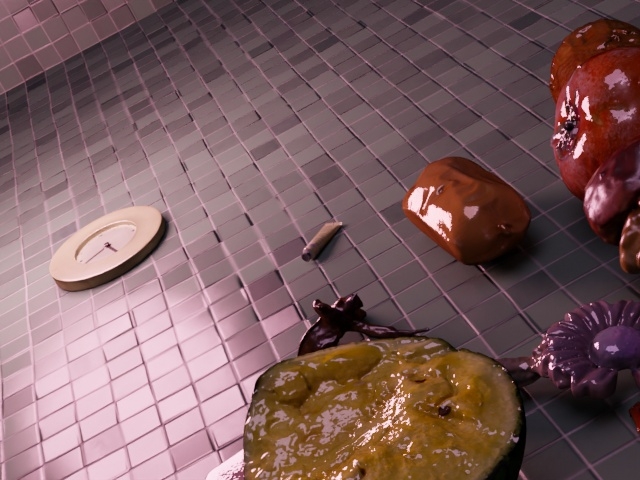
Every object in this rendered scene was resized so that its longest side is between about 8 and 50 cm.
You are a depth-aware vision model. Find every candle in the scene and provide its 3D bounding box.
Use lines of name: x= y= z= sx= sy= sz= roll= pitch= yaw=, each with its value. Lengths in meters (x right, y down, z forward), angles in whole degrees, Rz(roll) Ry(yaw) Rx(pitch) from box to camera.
candle: x=0.353 y=0.222 z=1.243 sx=0.026 sy=0.021 sz=0.167 roll=-24 pitch=27 yaw=9

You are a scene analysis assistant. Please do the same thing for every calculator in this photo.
calculator: x=-0.067 y=0.282 z=1.502 sx=0.175 sy=0.032 sz=0.100 roll=-33 pitch=28 yaw=-12

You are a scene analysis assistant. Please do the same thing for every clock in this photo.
clock: x=-0.400 y=0.014 z=2.270 sx=0.235 sy=0.029 sz=0.235 roll=-19 pitch=29 yaw=12

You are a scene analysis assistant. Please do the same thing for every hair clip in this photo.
hair clip: x=0.277 y=0.141 z=1.397 sx=0.300 sy=0.069 sz=0.173 roll=-17 pitch=29 yaw=19

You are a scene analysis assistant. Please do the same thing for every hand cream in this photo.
hand cream: x=0.000 y=0.000 z=1.943 sx=0.035 sy=0.022 sz=0.102 roll=-6 pitch=29 yaw=35

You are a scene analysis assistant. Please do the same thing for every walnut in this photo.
walnut: x=0.451 y=-0.060 z=1.390 sx=0.269 sy=0.244 sz=0.222 roll=-44 pitch=70 yaw=12

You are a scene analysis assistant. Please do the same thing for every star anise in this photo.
star anise: x=0.054 y=0.132 z=1.644 sx=0.158 sy=0.144 sz=0.140 roll=-44 pitch=-14 yaw=-41

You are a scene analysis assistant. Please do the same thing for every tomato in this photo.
tomato: x=0.416 y=-0.151 z=1.610 sx=0.188 sy=0.232 sz=0.232 roll=8 pitch=28 yaw=-9

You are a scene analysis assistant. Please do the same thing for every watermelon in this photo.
watermelon: x=0.067 y=0.250 z=1.278 sx=0.331 sy=0.189 sz=0.331 roll=-8 pitch=32 yaw=5

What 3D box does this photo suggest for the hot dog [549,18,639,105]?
hot dog: x=0.455 y=-0.236 z=1.835 sx=0.196 sy=0.122 sz=0.272 roll=-27 pitch=31 yaw=5

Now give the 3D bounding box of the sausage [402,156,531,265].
sausage: x=0.208 y=-0.043 z=1.720 sx=0.136 sy=0.120 sz=0.241 roll=-39 pitch=28 yaw=2
